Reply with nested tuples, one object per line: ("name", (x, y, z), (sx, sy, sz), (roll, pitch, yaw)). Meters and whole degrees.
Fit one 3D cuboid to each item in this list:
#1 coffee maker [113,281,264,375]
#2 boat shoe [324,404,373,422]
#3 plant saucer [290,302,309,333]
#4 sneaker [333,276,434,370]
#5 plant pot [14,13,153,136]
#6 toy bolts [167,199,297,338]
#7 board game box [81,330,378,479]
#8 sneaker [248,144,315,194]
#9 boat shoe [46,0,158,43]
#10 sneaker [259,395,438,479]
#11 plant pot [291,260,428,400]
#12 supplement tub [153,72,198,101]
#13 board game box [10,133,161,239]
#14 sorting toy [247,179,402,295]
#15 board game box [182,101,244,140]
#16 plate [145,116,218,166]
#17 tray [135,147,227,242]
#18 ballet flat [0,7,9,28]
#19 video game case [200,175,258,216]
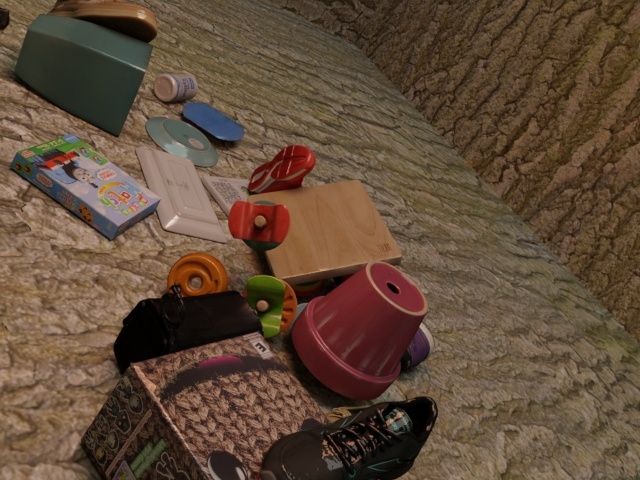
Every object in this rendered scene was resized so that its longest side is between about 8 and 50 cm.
("coffee maker", (-0.170, 0.132, 0.920), (0.178, 0.171, 0.120), (-3, 69, -50))
("boat shoe", (0.055, 0.294, 1.069), (0.153, 0.048, 0.056), (12, 34, -41))
("plant saucer", (0.017, 0.197, 1.201), (0.195, 0.037, 0.195), (28, 26, -15))
("sneaker", (0.106, 0.142, 1.338), (0.283, 0.107, 0.124), (47, 33, 21))
("plant pot", (-0.499, -0.366, 1.373), (0.234, 0.166, 0.165), (22, 29, -22))
("toy bolts", (-0.135, 0.039, 1.132), (0.218, 0.229, 0.158), (11, -4, 2))
("board game box", (-0.098, 0.279, 0.791), (0.291, 0.141, 0.232), (47, 27, 22))
("sneaker", (-0.053, -0.137, 1.462), (0.128, 0.221, 0.087), (28, 67, -31))
("boat shoe", (-0.499, -0.513, 1.475), (0.341, 0.110, 0.121), (10, -16, 28))
("sneaker", (0.041, 0.233, 0.758), (0.267, 0.106, 0.101), (0, 45, -51))
("plant pot", (0.081, 0.142, 1.121), (0.201, 0.180, 0.201), (29, 27, -16))
("supplement tub", (-0.373, -0.395, 1.682), (0.071, 0.071, 0.107), (41, 27, 9))
("board game box", (-0.412, -0.101, 1.167), (0.211, 0.039, 0.160), (37, 25, -2))
("sorting toy", (0.000, 0.000, 1.353), (0.255, 0.089, 0.257), (-10, 44, -14))
("board game box", (-0.280, -0.293, 1.674), (0.168, 0.033, 0.133), (33, 30, 4))
("plate", (-0.320, -0.241, 1.540), (0.188, 0.024, 0.188), (29, 25, -15))
("tray", (-0.285, -0.104, 1.344), (0.145, 0.030, 0.270), (13, 34, -39))
("ballet flat", (-0.758, -0.543, 1.472), (0.173, 0.049, 0.057), (42, 25, 11))
("video game case", (-0.174, -0.086, 1.464), (0.143, 0.019, 0.157), (0, 44, -52))
